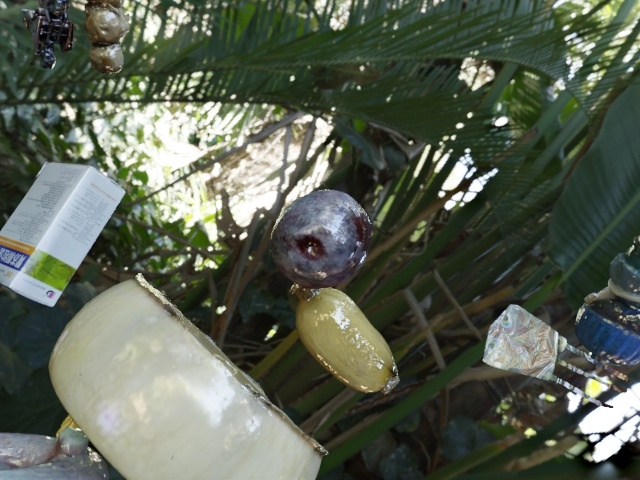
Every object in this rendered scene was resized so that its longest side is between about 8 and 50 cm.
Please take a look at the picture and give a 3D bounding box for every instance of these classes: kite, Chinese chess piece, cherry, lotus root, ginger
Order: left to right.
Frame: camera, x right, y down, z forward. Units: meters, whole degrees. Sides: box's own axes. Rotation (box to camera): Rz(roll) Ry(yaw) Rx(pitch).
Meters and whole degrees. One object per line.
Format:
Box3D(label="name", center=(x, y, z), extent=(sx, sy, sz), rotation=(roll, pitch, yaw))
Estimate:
Box3D(label="ginger", center=(-0.442, -0.445, 0.988), extent=(0.080, 0.104, 0.204), rotation=(40, -42, 40))
Box3D(label="Chinese chess piece", center=(-0.115, 0.147, 0.438), extent=(0.257, 0.104, 0.257), rotation=(38, -17, 14))
Box3D(label="cherry", center=(-0.003, 0.001, 0.875), extent=(0.195, 0.195, 0.195), rotation=(56, -4, 7))
Box3D(label="lotus root", center=(0.042, 0.202, 1.001), extent=(0.303, 0.131, 0.146), rotation=(49, 12, -2))
Box3D(label="kite", center=(0.399, 0.209, 0.834), extent=(0.229, 0.127, 0.016), rotation=(29, -15, 28))

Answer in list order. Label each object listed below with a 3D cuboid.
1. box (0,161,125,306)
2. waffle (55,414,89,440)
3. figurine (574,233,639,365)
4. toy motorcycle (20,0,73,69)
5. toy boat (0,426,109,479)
Box3D(label="box", center=(-0.600, -0.024, 1.080), extent=(0.200, 0.300, 0.106), rotation=(10, -23, 37))
Box3D(label="waffle", center=(-0.478, 0.355, 1.053), extent=(0.057, 0.219, 0.229), rotation=(47, -25, -16))
Box3D(label="figurine", center=(0.312, 0.058, 0.472), extent=(0.086, 0.087, 0.149), rotation=(27, -47, 27))
Box3D(label="toy motorcycle", center=(-0.558, -0.462, 1.000), extent=(0.213, 0.082, 0.122), rotation=(-39, -107, 44))
Box3D(label="toy boat", center=(-0.303, 0.203, 0.423), extent=(0.227, 0.085, 0.155), rotation=(17, -10, -26))
